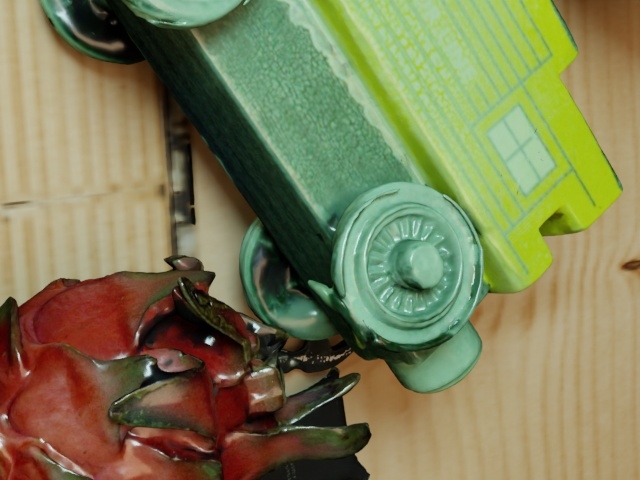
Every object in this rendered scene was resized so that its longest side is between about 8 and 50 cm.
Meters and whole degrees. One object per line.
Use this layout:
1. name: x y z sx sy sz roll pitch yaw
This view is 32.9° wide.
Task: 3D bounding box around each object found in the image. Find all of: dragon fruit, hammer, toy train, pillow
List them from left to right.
1. dragon fruit: -0.111 0.107 0.668 0.274 0.193 0.192 -17 103 -20
2. pillow: -0.034 0.165 0.806 0.150 0.048 0.090 -22 116 -30
3. hammer: 0.000 0.000 0.815 0.078 0.021 0.201 -3 98 -24
4. toy train: 0.015 -0.121 0.708 0.272 0.179 0.442 -42 107 -23
